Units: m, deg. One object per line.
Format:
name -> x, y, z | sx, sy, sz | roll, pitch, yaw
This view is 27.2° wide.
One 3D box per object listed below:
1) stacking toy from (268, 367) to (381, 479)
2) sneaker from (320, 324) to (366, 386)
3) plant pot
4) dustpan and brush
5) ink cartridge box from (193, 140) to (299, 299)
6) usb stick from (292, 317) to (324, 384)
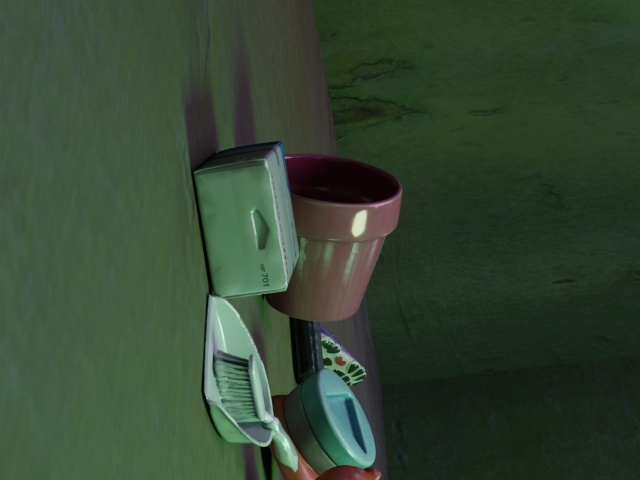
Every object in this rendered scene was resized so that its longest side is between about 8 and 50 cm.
stacking toy -> 0.049, 0.309, 1.559 | 0.279, 0.130, 0.309 | 54, 16, -26
sneaker -> 0.025, 0.196, 2.285 | 0.170, 0.068, 0.071 | 57, 10, -43
plant pot -> 0.000, 0.000, 1.753 | 0.201, 0.201, 0.180 | -85, -178, -70
dustpan and brush -> -0.066, 0.171, 1.349 | 0.147, 0.060, 0.211 | -92, 173, -48
ink cartridge box -> -0.075, -0.026, 1.425 | 0.191, 0.082, 0.140 | -64, 146, -79
usb stick -> -0.024, 0.101, 2.082 | 0.077, 0.045, 0.278 | 71, 12, -64
